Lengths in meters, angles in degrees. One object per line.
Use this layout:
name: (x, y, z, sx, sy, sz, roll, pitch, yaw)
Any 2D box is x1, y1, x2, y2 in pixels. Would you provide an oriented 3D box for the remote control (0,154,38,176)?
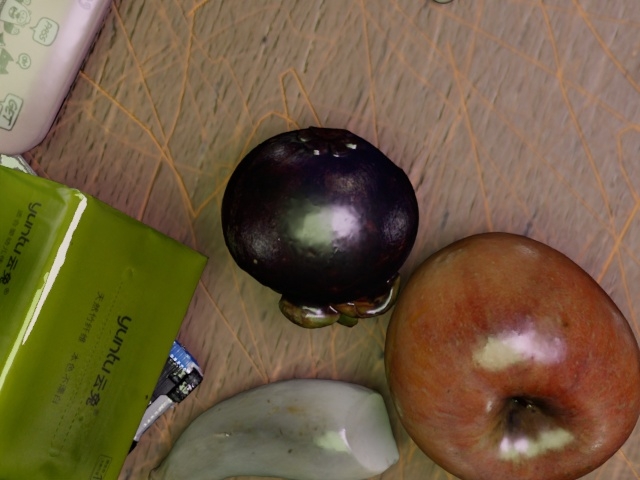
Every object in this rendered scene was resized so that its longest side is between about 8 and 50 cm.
remote control: (-0.398, -0.106, 1.506, 0.109, 0.055, 0.313, -39, 95, -6)

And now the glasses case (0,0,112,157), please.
glasses case: (-0.281, -0.236, 1.452, 0.122, 0.075, 0.314, 26, 93, -5)

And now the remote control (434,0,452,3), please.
remote control: (0.180, -0.335, 1.412, 0.233, 0.038, 0.098, -37, 93, 9)

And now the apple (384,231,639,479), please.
apple: (0.185, 0.112, 1.387, 0.254, 0.253, 0.253, 1, 98, 7)

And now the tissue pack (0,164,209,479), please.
tissue pack: (-0.264, 0.094, 1.389, 0.167, 0.200, 0.274, 18, 82, 39)

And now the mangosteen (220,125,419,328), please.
mangosteen: (0.000, 0.000, 1.416, 0.194, 0.194, 0.230, 3, 124, 6)

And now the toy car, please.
toy car: (-0.201, 0.169, 1.507, 0.080, 0.070, 0.170, 44, 99, 0)

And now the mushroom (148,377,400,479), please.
mushroom: (-0.061, 0.209, 1.489, 0.270, 0.103, 0.118, -13, 88, 19)
